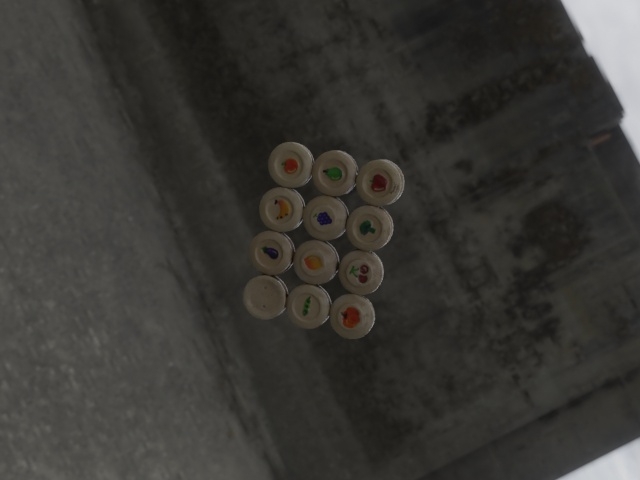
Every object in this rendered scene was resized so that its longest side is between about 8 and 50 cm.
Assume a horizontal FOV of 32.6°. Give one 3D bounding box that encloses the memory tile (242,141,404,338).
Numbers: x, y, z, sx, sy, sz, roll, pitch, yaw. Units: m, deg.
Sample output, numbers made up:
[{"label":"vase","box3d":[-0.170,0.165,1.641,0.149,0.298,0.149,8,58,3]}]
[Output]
[{"label":"memory tile","box3d":[0.000,0.000,0.878,0.012,0.113,0.148,-24,126,-75]}]
